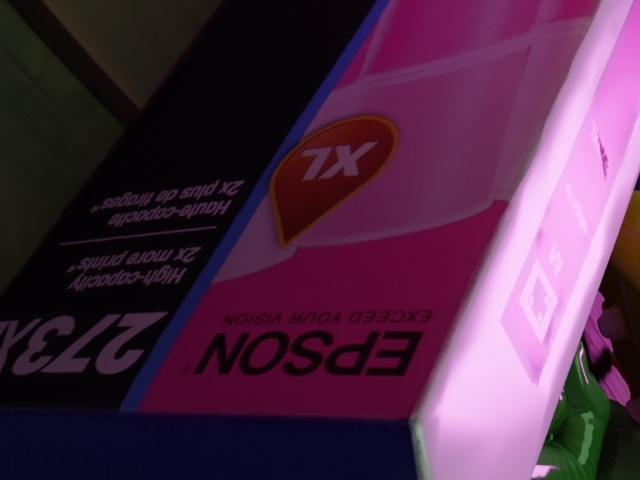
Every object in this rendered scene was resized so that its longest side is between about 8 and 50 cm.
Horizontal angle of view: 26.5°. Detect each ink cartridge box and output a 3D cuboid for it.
[{"bbox_3d":[0.000,0.000,0.433,0.069,0.176,0.371,58,43,-34],"label":"ink cartridge box"}]

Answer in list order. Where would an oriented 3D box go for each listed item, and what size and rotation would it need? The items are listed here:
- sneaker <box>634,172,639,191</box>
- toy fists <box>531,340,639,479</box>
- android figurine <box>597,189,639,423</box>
[{"bbox_3d":[0.248,-0.074,0.905,0.275,0.107,0.110,-33,143,-57],"label":"sneaker"},{"bbox_3d":[0.099,0.119,0.642,0.279,0.096,0.142,43,50,-44],"label":"toy fists"},{"bbox_3d":[0.201,0.089,0.720,0.273,0.056,0.248,-110,180,-67],"label":"android figurine"}]
